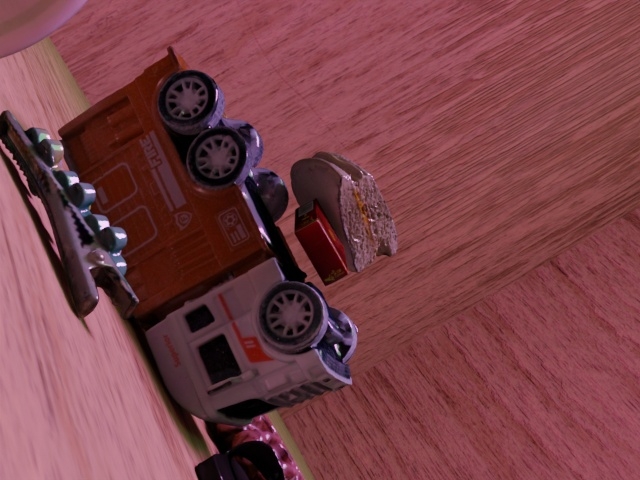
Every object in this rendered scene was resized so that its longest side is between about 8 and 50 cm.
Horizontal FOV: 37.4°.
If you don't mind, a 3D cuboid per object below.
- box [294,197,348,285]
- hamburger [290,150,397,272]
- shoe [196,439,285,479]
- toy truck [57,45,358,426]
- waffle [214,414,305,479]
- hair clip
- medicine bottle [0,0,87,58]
[{"bbox_3d":[0.000,0.000,0.768,0.051,0.023,0.082,59,6,-13],"label":"box"},{"bbox_3d":[0.014,-0.034,0.835,0.084,0.054,0.121,35,-23,42],"label":"hamburger"},{"bbox_3d":[-0.050,0.184,0.721,0.071,0.049,0.179,59,-6,14],"label":"shoe"},{"bbox_3d":[-0.099,0.009,0.797,0.305,0.162,0.136,63,6,19],"label":"toy truck"},{"bbox_3d":[-0.045,0.230,0.923,0.221,0.055,0.234,61,-5,-11],"label":"waffle"},{"bbox_3d":[-0.160,-0.016,0.596,0.173,0.049,0.049,55,-8,28],"label":"hair clip"},{"bbox_3d":[-0.193,-0.161,0.565,0.078,0.115,0.219,61,-6,-24],"label":"medicine bottle"}]
